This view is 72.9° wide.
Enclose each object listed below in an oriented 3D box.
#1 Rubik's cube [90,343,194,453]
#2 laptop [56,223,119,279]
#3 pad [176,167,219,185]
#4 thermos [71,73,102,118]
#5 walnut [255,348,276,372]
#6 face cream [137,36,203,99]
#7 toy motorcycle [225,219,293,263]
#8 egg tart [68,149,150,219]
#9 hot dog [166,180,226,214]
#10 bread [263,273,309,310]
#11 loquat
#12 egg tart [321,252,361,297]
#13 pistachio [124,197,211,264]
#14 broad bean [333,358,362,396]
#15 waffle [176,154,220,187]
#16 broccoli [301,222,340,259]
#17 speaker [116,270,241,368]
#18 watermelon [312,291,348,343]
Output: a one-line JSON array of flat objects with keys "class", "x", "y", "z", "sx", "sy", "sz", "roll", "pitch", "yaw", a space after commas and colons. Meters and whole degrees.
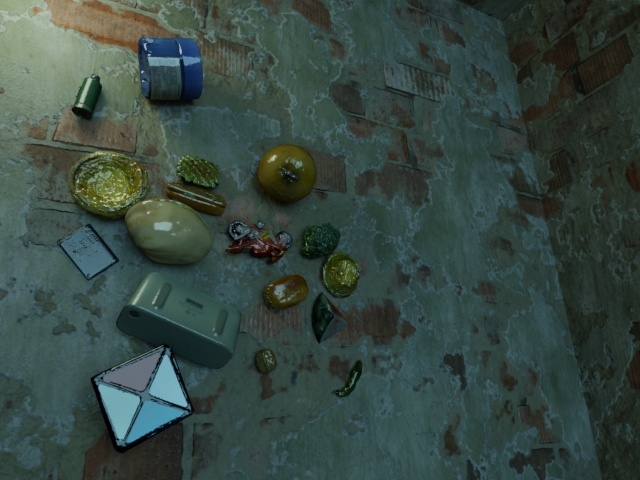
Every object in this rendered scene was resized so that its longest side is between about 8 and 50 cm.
[{"class": "Rubik's cube", "x": -0.583, "y": 0.507, "z": 1.414, "sx": 0.249, "sy": 0.246, "sz": 0.249, "roll": -21, "pitch": 83, "yaw": -31}, {"class": "laptop", "x": -0.845, "y": 0.040, "z": 1.581, "sx": 0.129, "sy": 0.016, "sz": 0.180, "roll": -40, "pitch": 94, "yaw": -31}, {"class": "pad", "x": -0.516, "y": -0.269, "z": 1.833, "sx": 0.157, "sy": 0.003, "sz": 0.112, "roll": -6, "pitch": 52, "yaw": -38}, {"class": "thermos", "x": -0.927, "y": -0.581, "z": 1.733, "sx": 0.073, "sy": 0.083, "sz": 0.188, "roll": 28, "pitch": 58, "yaw": -41}, {"class": "walnut", "x": -0.216, "y": 0.478, "z": 1.719, "sx": 0.078, "sy": 0.082, "sz": 0.096, "roll": -16, "pitch": 80, "yaw": -2}, {"class": "face cream", "x": -0.636, "y": -0.721, "z": 1.825, "sx": 0.225, "sy": 0.249, "sz": 0.249, "roll": -12, "pitch": 78, "yaw": -29}, {"class": "toy motorcycle", "x": -0.255, "y": 0.009, "z": 1.856, "sx": 0.297, "sy": 0.089, "sz": 0.171, "roll": 12, "pitch": 68, "yaw": -23}, {"class": "egg tart", "x": -0.790, "y": -0.210, "z": 1.644, "sx": 0.290, "sy": 0.107, "sz": 0.291, "roll": 5, "pitch": 71, "yaw": -14}, {"class": "hot dog", "x": -0.512, "y": -0.179, "z": 1.802, "sx": 0.249, "sy": 0.068, "sz": 0.100, "roll": 18, "pitch": 64, "yaw": -21}, {"class": "bread", "x": -0.143, "y": 0.218, "z": 1.833, "sx": 0.190, "sy": 0.114, "sz": 0.132, "roll": -21, "pitch": 85, "yaw": -26}, {"class": "loquat", "x": -0.148, "y": -0.297, "z": 1.929, "sx": 0.262, "sy": 0.263, "sz": 0.263, "roll": 9, "pitch": 68, "yaw": -25}, {"class": "egg tart", "x": 0.104, "y": 0.153, "z": 1.994, "sx": 0.212, "sy": 0.090, "sz": 0.213, "roll": 8, "pitch": 73, "yaw": -26}, {"class": "pistachio", "x": -0.570, "y": -0.033, "z": 1.631, "sx": 0.321, "sy": 0.238, "sz": 0.229, "roll": 26, "pitch": 21, "yaw": -25}, {"class": "broad bean", "x": 0.136, "y": 0.605, "z": 1.875, "sx": 0.195, "sy": 0.046, "sz": 0.061, "roll": -42, "pitch": 97, "yaw": -31}, {"class": "waffle", "x": -0.512, "y": -0.293, "z": 1.829, "sx": 0.183, "sy": 0.036, "sz": 0.169, "roll": 15, "pitch": 43, "yaw": -20}, {"class": "broccoli", "x": 0.000, "y": 0.000, "z": 1.967, "sx": 0.195, "sy": 0.156, "sz": 0.196, "roll": -23, "pitch": 123, "yaw": -43}, {"class": "speaker", "x": -0.492, "y": 0.286, "z": 1.566, "sx": 0.406, "sy": 0.183, "sz": 0.184, "roll": 29, "pitch": 38, "yaw": -17}, {"class": "watermelon", "x": 0.026, "y": 0.335, "z": 1.917, "sx": 0.202, "sy": 0.136, "sz": 0.207, "roll": 55, "pitch": 16, "yaw": -44}]
